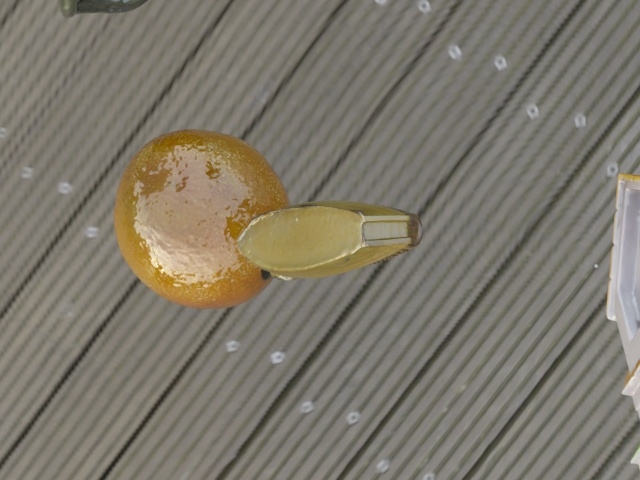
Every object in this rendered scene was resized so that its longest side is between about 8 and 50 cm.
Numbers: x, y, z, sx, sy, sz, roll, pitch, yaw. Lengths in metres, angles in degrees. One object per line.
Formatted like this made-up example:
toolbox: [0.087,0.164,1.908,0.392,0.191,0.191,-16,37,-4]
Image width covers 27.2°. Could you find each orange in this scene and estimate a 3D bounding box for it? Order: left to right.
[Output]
orange: [-0.122,-0.020,1.410,0.206,0.206,0.206,0,89,12]

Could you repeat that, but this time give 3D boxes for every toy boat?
toy boat: [0.000,0.000,0.817,0.149,0.049,0.047,-6,85,49]

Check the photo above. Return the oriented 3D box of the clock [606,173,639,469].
clock: [0.325,0.049,1.013,0.166,0.235,0.310,6,46,-10]

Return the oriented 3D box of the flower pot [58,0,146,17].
flower pot: [-0.257,-0.400,1.451,0.302,0.302,0.213,-45,80,8]
